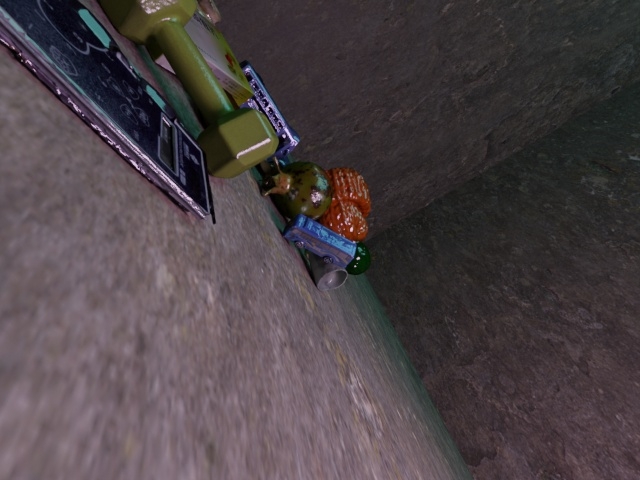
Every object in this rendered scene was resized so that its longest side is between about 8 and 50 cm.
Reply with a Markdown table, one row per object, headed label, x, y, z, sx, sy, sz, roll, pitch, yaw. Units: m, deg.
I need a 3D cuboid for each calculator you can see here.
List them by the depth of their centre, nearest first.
| label | x | y | z | sx | sy | sz | roll | pitch | yaw |
| --- | --- | --- | --- | --- | --- | --- | --- | --- | --- |
| calculator | -0.190 | -0.139 | 0.376 | 0.274 | 0.028 | 0.165 | 54 | 8 | -45 |

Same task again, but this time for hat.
| label | x | y | z | sx | sy | sz | roll | pitch | yaw |
| --- | --- | --- | --- | --- | --- | --- | --- | --- | --- |
| hat | 0.065 | -0.065 | 1.579 | 0.285 | 0.286 | 0.399 | 47 | 40 | -65 |

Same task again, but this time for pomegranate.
| label | x | y | z | sx | sy | sz | roll | pitch | yaw |
| --- | --- | --- | --- | --- | --- | --- | --- | --- | --- |
| pomegranate | -0.055 | -0.131 | 0.945 | 0.220 | 0.156 | 0.156 | 48 | 12 | -53 |

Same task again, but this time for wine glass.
| label | x | y | z | sx | sy | sz | roll | pitch | yaw |
| --- | --- | --- | --- | --- | --- | --- | --- | --- | --- |
| wine glass | -0.002 | 0.032 | 0.905 | 0.155 | 0.073 | 0.073 | 63 | 7 | 34 |

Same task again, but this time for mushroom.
| label | x | y | z | sx | sy | sz | roll | pitch | yaw |
| --- | --- | --- | --- | --- | --- | --- | --- | --- | --- |
| mushroom | -0.299 | -0.521 | 0.959 | 0.166 | 0.127 | 0.166 | 59 | 12 | -20 |

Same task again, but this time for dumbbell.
| label | x | y | z | sx | sy | sz | roll | pitch | yaw |
| --- | --- | --- | --- | --- | --- | --- | --- | --- | --- |
| dumbbell | -0.179 | -0.236 | 0.571 | 0.301 | 0.108 | 0.121 | 58 | 7 | -7 |

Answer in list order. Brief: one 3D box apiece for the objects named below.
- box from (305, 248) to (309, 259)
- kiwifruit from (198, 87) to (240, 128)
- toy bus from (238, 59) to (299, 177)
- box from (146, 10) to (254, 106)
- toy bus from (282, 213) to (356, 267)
| label | x | y | z | sx | sy | sz | roll | pitch | yaw |
| --- | --- | --- | --- | --- | --- | --- | --- | --- | --- |
| box | -0.013 | 0.041 | 1.037 | 0.073 | 0.020 | 0.149 | 57 | 5 | -12 |
| kiwifruit | -0.180 | -0.228 | 0.727 | 0.124 | 0.075 | 0.075 | 66 | 8 | 26 |
| toy bus | -0.149 | -0.291 | 1.016 | 0.292 | 0.133 | 0.125 | 55 | 6 | -32 |
| box | -0.242 | -0.372 | 0.761 | 0.175 | 0.062 | 0.260 | 62 | 17 | 7 |
| toy bus | 0.000 | 0.000 | 0.835 | 0.153 | 0.061 | 0.051 | 29 | 45 | -12 |
